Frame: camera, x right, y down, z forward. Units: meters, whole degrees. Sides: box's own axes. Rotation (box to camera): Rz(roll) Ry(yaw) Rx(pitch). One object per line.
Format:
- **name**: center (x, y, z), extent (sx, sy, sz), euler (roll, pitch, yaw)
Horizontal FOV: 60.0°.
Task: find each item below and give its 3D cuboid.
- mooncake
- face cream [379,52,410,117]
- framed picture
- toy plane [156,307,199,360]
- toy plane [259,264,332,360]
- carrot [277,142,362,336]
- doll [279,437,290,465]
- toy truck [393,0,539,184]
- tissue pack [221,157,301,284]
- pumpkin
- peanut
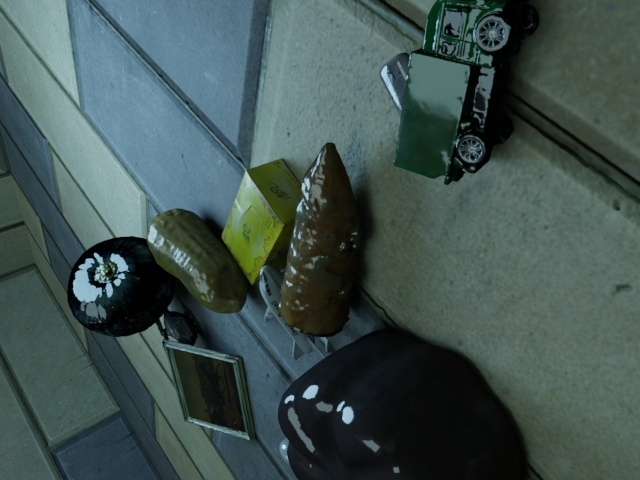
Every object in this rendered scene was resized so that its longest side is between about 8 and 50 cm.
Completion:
- **mooncake**: center (0.083, 0.261, 0.672), extent (0.306, 0.154, 0.305), euler (36, 140, 37)
- **face cream**: center (0.086, -0.132, 0.520), extent (0.040, 0.021, 0.083), euler (-28, 88, 57)
- **framed picture**: center (-0.245, 0.336, 1.222), extent (0.197, 0.014, 0.252), euler (8, 122, 21)
- **toy plane**: center (-0.342, 0.184, 1.278), extent (0.197, 0.078, 0.053), euler (48, 145, 21)
- **toy plane**: center (-0.043, 0.105, 0.814), extent (0.162, 0.066, 0.171), euler (13, 128, 51)
- **carrot**: center (0.000, 0.000, 0.665), extent (0.102, 0.102, 0.262), euler (36, 137, 36)
- **doll**: center (-0.012, 0.385, 0.968), extent (0.160, 0.059, 0.160), euler (21, 128, 47)
- **toy truck**: center (0.115, -0.123, 0.440), extent (0.079, 0.065, 0.147), euler (25, 130, 26)
- **tissue pack**: center (-0.079, -0.022, 0.788), extent (0.095, 0.062, 0.176), euler (55, 145, 15)
- **pumpkin**: center (-0.434, 0.098, 1.218), extent (0.233, 0.233, 0.163), euler (41, 168, 32)
- **peanut**: center (-0.214, 0.039, 0.982), extent (0.236, 0.110, 0.120), euler (44, 121, 17)
